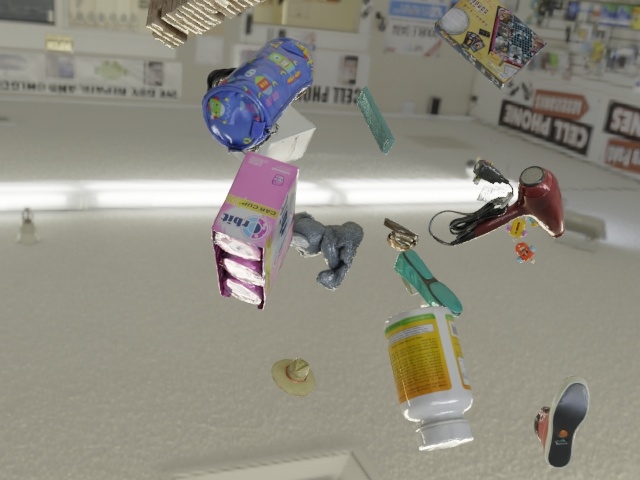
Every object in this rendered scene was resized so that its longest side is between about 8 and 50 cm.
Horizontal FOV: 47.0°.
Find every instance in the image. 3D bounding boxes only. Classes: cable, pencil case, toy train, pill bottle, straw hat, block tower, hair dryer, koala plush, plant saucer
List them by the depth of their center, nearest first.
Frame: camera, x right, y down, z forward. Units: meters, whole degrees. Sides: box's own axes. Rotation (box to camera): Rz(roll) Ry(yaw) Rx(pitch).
[{"bbox_3d":[-0.106,-0.277,1.365,0.133,0.119,0.306,29,-143,0],"label":"pencil case"},{"bbox_3d":[0.206,0.258,1.375,0.136,0.136,0.245,-1,-115,-20],"label":"pill bottle"},{"bbox_3d":[-0.223,-0.502,1.499,0.336,0.097,0.091,-15,154,38],"label":"block tower"},{"bbox_3d":[0.384,-0.067,1.503,0.294,0.223,0.080,13,-133,-19],"label":"hair dryer"},{"bbox_3d":[-0.171,-0.276,1.541,0.047,0.184,0.150,-44,-174,-39],"label":"cable"},{"bbox_3d":[0.147,-0.328,2.013,0.018,0.067,0.192,-14,-114,-25],"label":"plant saucer"},{"bbox_3d":[-0.063,0.364,2.063,0.145,0.061,0.144,21,-148,-14],"label":"straw hat"},{"bbox_3d":[0.598,-0.022,2.069,0.125,0.166,0.046,48,-157,17],"label":"toy train"},{"bbox_3d":[0.000,0.000,2.248,0.221,0.203,0.196,25,-146,-4],"label":"koala plush"}]

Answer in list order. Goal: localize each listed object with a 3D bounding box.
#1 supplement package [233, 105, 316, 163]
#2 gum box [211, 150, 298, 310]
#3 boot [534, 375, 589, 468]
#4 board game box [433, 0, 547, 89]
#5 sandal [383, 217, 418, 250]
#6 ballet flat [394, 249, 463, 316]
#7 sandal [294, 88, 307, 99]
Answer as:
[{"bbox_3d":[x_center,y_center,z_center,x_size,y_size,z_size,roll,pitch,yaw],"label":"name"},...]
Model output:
[{"bbox_3d":[-0.117,-0.252,1.818,0.105,0.105,0.179,42,-140,18],"label":"supplement package"},{"bbox_3d":[-0.075,-0.004,0.863,0.062,0.188,0.107,18,-116,5],"label":"gum box"},{"bbox_3d":[0.605,0.430,1.881,0.089,0.244,0.176,10,-163,0],"label":"boot"},{"bbox_3d":[0.442,-0.533,1.924,0.243,0.165,0.042,45,173,10],"label":"board game box"},{"bbox_3d":[0.201,-0.004,1.875,0.090,0.060,0.219,29,177,13],"label":"sandal"},{"bbox_3d":[0.289,0.133,2.010,0.083,0.087,0.247,-10,-128,-44],"label":"ballet flat"},{"bbox_3d":[-0.120,-0.334,1.708,0.180,0.049,0.072,-8,-154,17],"label":"sandal"}]
